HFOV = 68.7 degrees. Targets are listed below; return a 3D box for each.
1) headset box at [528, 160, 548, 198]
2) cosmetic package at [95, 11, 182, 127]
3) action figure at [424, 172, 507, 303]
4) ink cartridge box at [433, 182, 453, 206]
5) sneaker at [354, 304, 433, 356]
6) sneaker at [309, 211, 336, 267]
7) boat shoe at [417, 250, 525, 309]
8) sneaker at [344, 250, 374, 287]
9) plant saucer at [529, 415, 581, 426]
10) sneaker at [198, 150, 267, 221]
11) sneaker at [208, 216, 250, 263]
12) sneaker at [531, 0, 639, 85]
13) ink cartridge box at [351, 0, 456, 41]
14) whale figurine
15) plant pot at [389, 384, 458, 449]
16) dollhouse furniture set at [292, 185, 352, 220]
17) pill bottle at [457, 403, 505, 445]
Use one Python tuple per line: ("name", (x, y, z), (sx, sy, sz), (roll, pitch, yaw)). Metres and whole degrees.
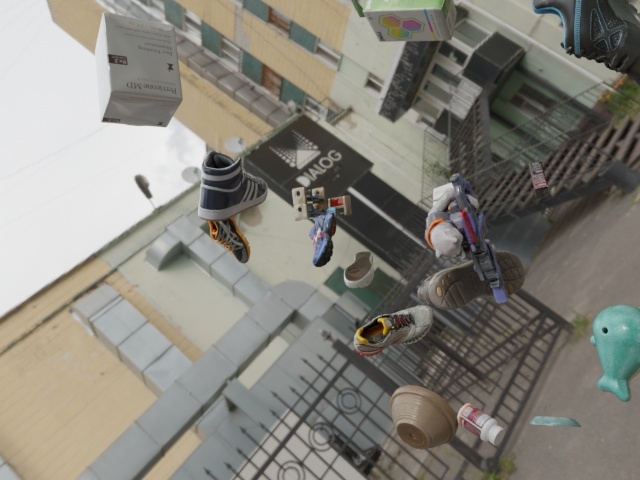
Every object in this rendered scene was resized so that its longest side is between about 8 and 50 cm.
("headset box", (0.555, -0.150, 1.187), (0.032, 0.083, 0.062), (-14, -27, 23))
("cosmetic package", (-0.408, -0.370, 1.044), (0.151, 0.184, 0.151), (-4, -11, -33))
("action figure", (0.364, 0.007, 1.232), (0.178, 0.342, 0.330), (-20, -1, 26))
("ink cartridge box", (0.553, -0.109, 1.974), (0.100, 0.172, 0.237), (-20, 30, 28))
("sneaker", (0.193, 0.231, 1.217), (0.225, 0.088, 0.093), (-25, -33, -5))
("sneaker", (0.000, 0.000, 1.670), (0.083, 0.087, 0.221), (64, -149, -49))
("boat shoe", (0.422, 0.106, 1.320), (0.355, 0.133, 0.130), (-7, -3, -27))
("sneaker", (0.163, 0.142, 1.803), (0.290, 0.105, 0.123), (-46, -48, -66))
("plant saucer", (0.582, 0.450, 1.165), (0.119, 0.119, 0.021), (89, -176, -70))
("sneaker", (-0.214, -0.162, 1.207), (0.282, 0.099, 0.153), (-44, -36, -60))
("sneaker", (-0.285, -0.016, 1.415), (0.083, 0.215, 0.084), (-38, 22, -30))
("sneaker", (0.550, -0.382, 0.895), (0.139, 0.341, 0.125), (-37, -10, 26))
("ink cartridge box", (0.149, -0.444, 0.913), (0.109, 0.209, 0.062), (20, -98, -64))
("whale figurine", (0.861, 0.319, 1.356), (0.216, 0.141, 0.272), (-154, 78, -71))
("plant pot", (0.327, 0.610, 1.560), (0.109, 0.237, 0.237), (-41, -17, -44))
("dollhouse furniture set", (0.005, -0.152, 1.814), (0.183, 0.129, 0.129), (-6, 1, 40))
("pill bottle", (0.573, 0.658, 1.670), (0.086, 0.152, 0.086), (-14, -65, -33))
